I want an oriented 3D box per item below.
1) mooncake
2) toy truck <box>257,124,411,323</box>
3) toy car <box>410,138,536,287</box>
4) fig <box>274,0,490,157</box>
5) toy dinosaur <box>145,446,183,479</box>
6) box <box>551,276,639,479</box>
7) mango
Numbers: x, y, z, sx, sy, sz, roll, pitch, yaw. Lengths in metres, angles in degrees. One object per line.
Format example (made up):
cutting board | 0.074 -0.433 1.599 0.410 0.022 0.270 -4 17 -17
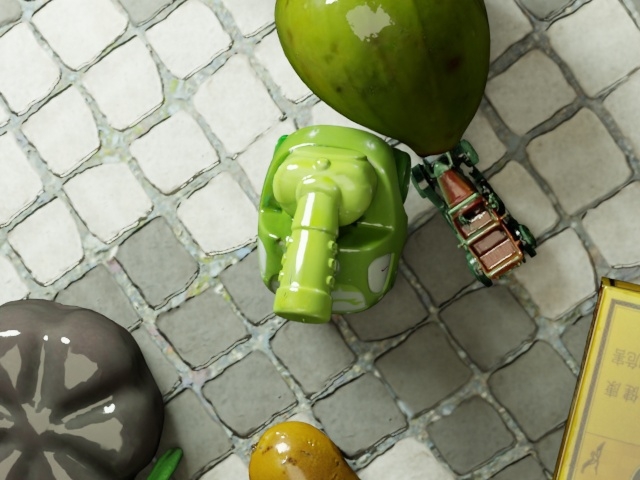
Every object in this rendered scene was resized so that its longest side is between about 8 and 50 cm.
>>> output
mooncake | -0.283 0.179 1.636 0.245 0.133 0.245 0 98 3
toy truck | 0.005 -0.018 1.530 0.148 0.210 0.187 9 94 10
toy car | 0.151 -0.028 1.583 0.073 0.054 0.143 -33 88 12
fig | 0.064 -0.181 1.517 0.203 0.203 0.225 -14 105 10
toy dinosaur | -0.181 0.512 1.656 0.144 0.374 0.500 11 56 26
box | 0.334 0.204 1.557 0.193 0.084 0.301 13 97 9
mango | -0.008 0.258 1.617 0.105 0.084 0.159 -44 87 15
